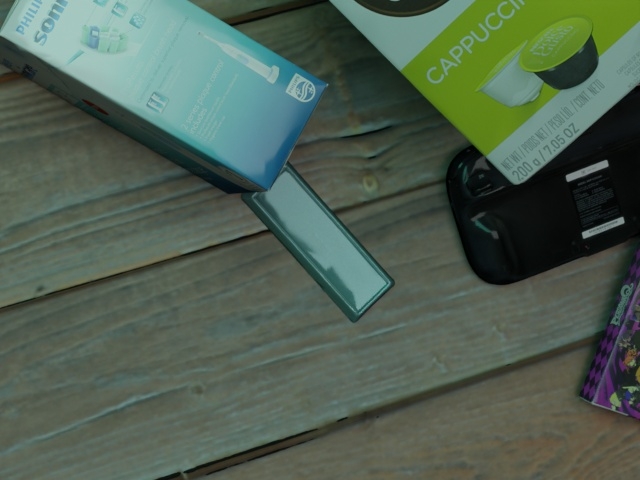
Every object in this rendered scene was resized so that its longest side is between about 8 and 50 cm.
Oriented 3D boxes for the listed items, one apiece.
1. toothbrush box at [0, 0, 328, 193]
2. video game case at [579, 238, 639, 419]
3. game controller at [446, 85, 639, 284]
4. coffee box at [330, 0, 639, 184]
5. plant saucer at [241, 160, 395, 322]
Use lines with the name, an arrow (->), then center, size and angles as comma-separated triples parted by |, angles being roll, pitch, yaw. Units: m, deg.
toothbrush box -> -0.168, -0.170, 1.501 | 0.295, 0.216, 0.126 | 31, 84, -14
video game case -> 0.432, 0.108, 1.729 | 0.210, 0.042, 0.232 | 20, 93, -17
game controller -> 0.300, -0.067, 1.709 | 0.319, 0.067, 0.166 | -20, 110, -12
coffee box -> 0.198, -0.321, 1.469 | 0.334, 0.338, 0.337 | 44, 109, -11
plant saucer -> 0.000, 0.000, 1.649 | 0.067, 0.018, 0.192 | -44, 100, -10
